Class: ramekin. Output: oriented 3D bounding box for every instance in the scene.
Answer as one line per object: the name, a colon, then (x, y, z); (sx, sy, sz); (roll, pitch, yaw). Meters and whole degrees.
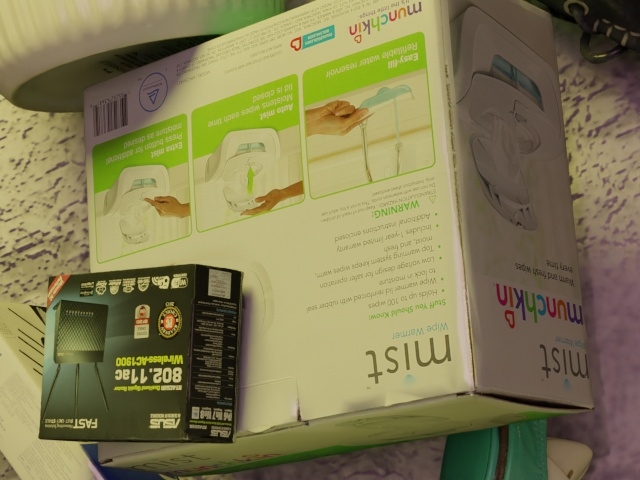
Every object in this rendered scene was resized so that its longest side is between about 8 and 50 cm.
ramekin: (-0.118, -0.150, 1.013); (0.207, 0.207, 0.109); (-13, 83, 8)

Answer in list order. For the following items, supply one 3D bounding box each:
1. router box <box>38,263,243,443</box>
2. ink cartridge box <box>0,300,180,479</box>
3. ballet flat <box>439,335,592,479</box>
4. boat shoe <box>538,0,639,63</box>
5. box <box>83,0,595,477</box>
router box: (-0.098, 0.062, 0.900); (0.122, 0.038, 0.092); (-6, 79, 42)
ink cartridge box: (-0.141, 0.126, 1.000); (0.046, 0.097, 0.207); (-43, 73, 11)
ballet flat: (0.116, 0.096, 0.967); (0.087, 0.083, 0.247); (6, 77, -16)
boat shoe: (0.201, -0.200, 0.986); (0.500, 0.156, 0.186); (27, 79, 5)
box: (0.000, 0.000, 0.936); (0.262, 0.127, 0.231); (-16, 72, 36)
